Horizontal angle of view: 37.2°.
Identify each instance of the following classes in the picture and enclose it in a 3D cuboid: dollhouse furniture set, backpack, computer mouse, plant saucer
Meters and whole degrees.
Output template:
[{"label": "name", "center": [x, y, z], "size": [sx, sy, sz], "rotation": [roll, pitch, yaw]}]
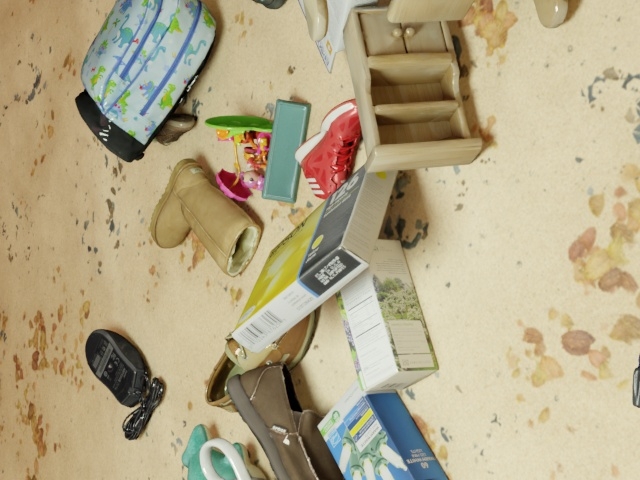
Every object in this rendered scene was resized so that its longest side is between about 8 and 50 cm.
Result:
[{"label": "dollhouse furniture set", "center": [0.162, -0.295, 1.324], "size": [0.394, 0.362, 0.256], "rotation": [117, 145, -67]}, {"label": "backpack", "center": [-0.376, -0.385, 2.037], "size": [0.355, 0.273, 0.290], "rotation": [-41, 29, 1]}, {"label": "computer mouse", "center": [-0.456, 0.316, 2.229], "size": [0.272, 0.072, 0.188], "rotation": [46, 120, 28]}, {"label": "plant saucer", "center": [-0.065, -0.168, 1.798], "size": [0.018, 0.067, 0.192], "rotation": [-83, 2, -83]}]

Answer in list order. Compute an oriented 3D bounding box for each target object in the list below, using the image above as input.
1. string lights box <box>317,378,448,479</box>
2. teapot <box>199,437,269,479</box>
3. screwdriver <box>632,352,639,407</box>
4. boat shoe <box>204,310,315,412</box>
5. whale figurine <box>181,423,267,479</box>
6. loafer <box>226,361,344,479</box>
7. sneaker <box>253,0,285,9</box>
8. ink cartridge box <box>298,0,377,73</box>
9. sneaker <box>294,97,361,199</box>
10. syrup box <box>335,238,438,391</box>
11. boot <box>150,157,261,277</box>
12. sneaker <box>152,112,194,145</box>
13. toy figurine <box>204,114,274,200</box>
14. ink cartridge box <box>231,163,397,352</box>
[{"label": "string lights box", "center": [0.109, 0.363, 1.528], "size": [0.133, 0.076, 0.260], "rotation": [-55, 49, 30]}, {"label": "teapot", "center": [-0.158, 0.509, 1.653], "size": [0.187, 0.252, 0.256], "rotation": [22, 72, 42]}, {"label": "screwdriver", "center": [0.420, 0.131, 1.226], "size": [0.024, 0.025, 0.170], "rotation": [0, 78, 51]}, {"label": "boat shoe", "center": [-0.118, 0.208, 1.783], "size": [0.122, 0.120, 0.324], "rotation": [52, 125, 39]}, {"label": "whale figurine", "center": [-0.212, 0.482, 1.853], "size": [0.272, 0.141, 0.216], "rotation": [46, 121, 39]}, {"label": "loafer", "center": [-0.027, 0.353, 1.646], "size": [0.130, 0.134, 0.366], "rotation": [-37, 66, -1]}, {"label": "sneaker", "center": [-0.162, -0.557, 1.917], "size": [0.267, 0.106, 0.101], "rotation": [47, 123, 43]}, {"label": "ink cartridge box", "center": [0.008, -0.498, 1.567], "size": [0.330, 0.071, 0.324], "rotation": [106, 144, -70]}, {"label": "sneaker", "center": [0.044, -0.149, 1.665], "size": [0.221, 0.087, 0.128], "rotation": [-44, 62, 54]}, {"label": "syrup box", "center": [0.098, 0.119, 1.550], "size": [0.096, 0.093, 0.237], "rotation": [-38, 59, 42]}, {"label": "boot", "center": [-0.247, -0.012, 1.986], "size": [0.269, 0.089, 0.236], "rotation": [46, 130, 36]}, {"label": "sneaker", "center": [-0.335, -0.249, 2.144], "size": [0.188, 0.066, 0.071], "rotation": [19, 118, 55]}, {"label": "toy figurine", "center": [-0.146, -0.156, 1.883], "size": [0.173, 0.130, 0.159], "rotation": [10, 110, 26]}, {"label": "ink cartridge box", "center": [0.000, 0.000, 1.566], "size": [0.303, 0.072, 0.307], "rotation": [-42, 20, 40]}]
